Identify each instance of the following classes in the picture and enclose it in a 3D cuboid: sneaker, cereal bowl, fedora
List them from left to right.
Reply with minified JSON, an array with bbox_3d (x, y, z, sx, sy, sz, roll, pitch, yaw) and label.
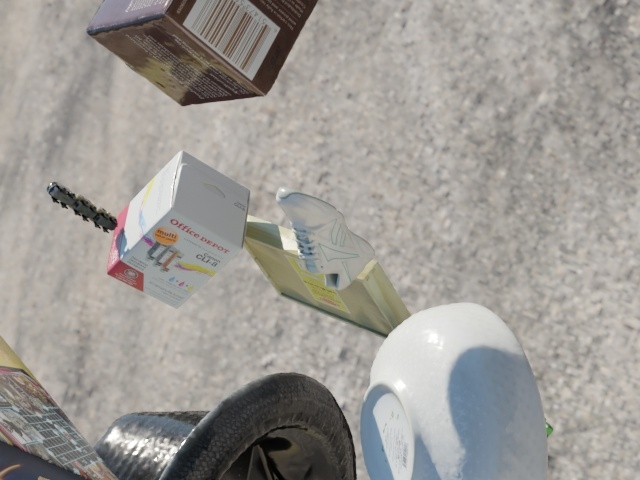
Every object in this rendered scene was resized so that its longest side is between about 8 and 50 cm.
[{"bbox_3d":[-0.105,0.246,1.002,0.152,0.334,0.334,17,85,31],"label":"fedora"},{"bbox_3d":[0.000,0.000,1.230,0.053,0.152,0.061,20,72,45],"label":"sneaker"},{"bbox_3d":[0.146,0.252,1.576,0.339,0.141,0.339,178,90,-67],"label":"cereal bowl"}]

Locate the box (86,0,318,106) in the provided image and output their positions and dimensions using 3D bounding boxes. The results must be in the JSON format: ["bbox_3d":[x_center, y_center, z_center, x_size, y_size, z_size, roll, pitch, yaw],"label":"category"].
[{"bbox_3d":[-0.142,-0.281,1.469,0.203,0.168,0.167,4,63,53],"label":"box"}]

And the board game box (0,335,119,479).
[{"bbox_3d":[-0.234,0.090,0.756,0.042,0.165,0.243,-54,43,-2],"label":"board game box"}]

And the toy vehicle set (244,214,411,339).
[{"bbox_3d":[0.007,0.058,1.770,0.267,0.166,0.035,20,64,40],"label":"toy vehicle set"}]

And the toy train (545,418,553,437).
[{"bbox_3d":[0.316,0.262,1.762,0.024,0.017,0.083,-55,22,11],"label":"toy train"}]

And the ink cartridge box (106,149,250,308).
[{"bbox_3d":[-0.205,-0.015,1.760,0.176,0.128,0.127,-42,31,35],"label":"ink cartridge box"}]

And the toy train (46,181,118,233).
[{"bbox_3d":[-0.337,-0.047,1.716,0.027,0.158,0.036,-47,60,3],"label":"toy train"}]
